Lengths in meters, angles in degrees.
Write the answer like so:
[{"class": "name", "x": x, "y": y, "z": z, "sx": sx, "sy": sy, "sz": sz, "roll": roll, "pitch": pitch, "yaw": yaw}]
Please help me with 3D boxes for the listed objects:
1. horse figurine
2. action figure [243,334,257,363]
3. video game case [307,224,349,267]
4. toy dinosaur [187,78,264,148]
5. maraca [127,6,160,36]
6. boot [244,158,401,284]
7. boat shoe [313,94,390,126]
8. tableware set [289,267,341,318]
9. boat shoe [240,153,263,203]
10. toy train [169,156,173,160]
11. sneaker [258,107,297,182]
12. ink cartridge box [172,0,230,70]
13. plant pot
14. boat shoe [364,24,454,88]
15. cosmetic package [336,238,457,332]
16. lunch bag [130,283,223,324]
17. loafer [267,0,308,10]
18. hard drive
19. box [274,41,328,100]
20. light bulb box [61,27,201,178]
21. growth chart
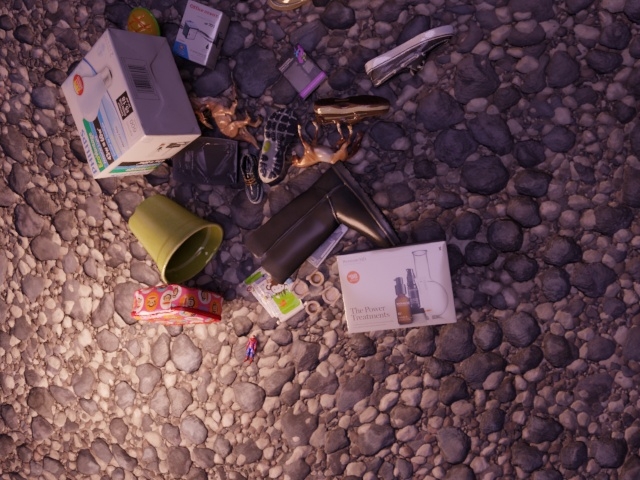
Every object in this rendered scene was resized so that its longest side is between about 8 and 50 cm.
[{"class": "horse figurine", "x": 0.024, "y": -0.324, "z": 1.581, "sx": 0.263, "sy": 0.066, "sz": 0.174, "roll": 0, "pitch": 127, "yaw": 0}, {"class": "action figure", "x": -0.268, "y": 0.417, "z": 1.762, "sx": 0.038, "sy": 0.030, "sz": 0.115, "roll": 15, "pitch": 97, "yaw": 13}, {"class": "video game case", "x": -0.021, "y": -0.026, "z": 1.665, "sx": 0.173, "sy": 0.022, "sz": 0.190, "roll": 39, "pitch": 102, "yaw": 4}, {"class": "toy dinosaur", "x": -0.335, "y": -0.428, "z": 1.626, "sx": 0.200, "sy": 0.127, "sz": 0.296, "roll": -33, "pitch": 107, "yaw": 22}, {"class": "maraca", "x": -0.633, "y": -0.737, "z": 1.648, "sx": 0.127, "sy": 0.099, "sz": 0.186, "roll": 17, "pitch": 125, "yaw": 13}, {"class": "boot", "x": -0.001, "y": -0.002, "z": 1.550, "sx": 0.445, "sy": 0.146, "sz": 0.367, "roll": -39, "pitch": 66, "yaw": 10}, {"class": "boat shoe", "x": 0.109, "y": -0.437, "z": 1.569, "sx": 0.257, "sy": 0.095, "sz": 0.095, "roll": 1, "pitch": 129, "yaw": 8}, {"class": "tableware set", "x": -0.019, "y": 0.192, "z": 1.683, "sx": 0.141, "sy": 0.020, "sz": 0.169, "roll": -40, "pitch": 89, "yaw": 3}, {"class": "boat shoe", "x": -0.253, "y": -0.223, "z": 1.649, "sx": 0.065, "sy": 0.083, "sz": 0.183, "roll": -5, "pitch": 96, "yaw": 11}, {"class": "toy train", "x": -0.607, "y": -0.341, "z": 1.725, "sx": 0.158, "sy": 0.027, "sz": 0.036, "roll": 28, "pitch": 104, "yaw": 6}, {"class": "sneaker", "x": -0.162, "y": -0.335, "z": 1.610, "sx": 0.107, "sy": 0.110, "sz": 0.275, "roll": 20, "pitch": 83, "yaw": -10}, {"class": "ink cartridge box", "x": -0.421, "y": -0.724, "z": 1.617, "sx": 0.139, "sy": 0.082, "sz": 0.191, "roll": 23, "pitch": 102, "yaw": 6}, {"class": "plant pot", "x": -0.538, "y": -0.025, "z": 1.653, "sx": 0.254, "sy": 0.276, "sz": 0.276, "roll": 39, "pitch": 102, "yaw": 16}, {"class": "boat shoe", "x": 0.299, "y": -0.593, "z": 1.496, "sx": 0.301, "sy": 0.108, "sz": 0.102, "roll": -22, "pitch": 93, "yaw": 14}, {"class": "cosmetic package", "x": 0.265, "y": 0.160, "z": 1.603, "sx": 0.377, "sy": 0.097, "sz": 0.284, "roll": -9, "pitch": 93, "yaw": 11}, {"class": "lunch bag", "x": -0.509, "y": 0.244, "z": 1.676, "sx": 0.293, "sy": 0.258, "sz": 0.120, "roll": -8, "pitch": 69, "yaw": 27}, {"class": "loafer", "x": -0.058, "y": -0.854, "z": 1.531, "sx": 0.268, "sy": 0.092, "sz": 0.102, "roll": -13, "pitch": 95, "yaw": 11}, {"class": "hard drive", "x": -0.417, "y": -0.292, "z": 1.679, "sx": 0.254, "sy": 0.054, "sz": 0.172, "roll": 6, "pitch": 101, "yaw": 12}, {"class": "box", "x": -0.067, "y": -0.590, "z": 1.599, "sx": 0.116, "sy": 0.029, "sz": 0.162, "roll": -42, "pitch": 90, "yaw": 11}, {"class": "light bulb box", "x": -0.642, "y": -0.441, "z": 1.541, "sx": 0.361, "sy": 0.225, "sz": 0.358, "roll": -22, "pitch": 88, "yaw": 37}, {"class": "growth chart", "x": -0.171, "y": 0.196, "z": 1.720, "sx": 0.172, "sy": 0.021, "sz": 0.237, "roll": -44, "pitch": 89, "yaw": 11}]
